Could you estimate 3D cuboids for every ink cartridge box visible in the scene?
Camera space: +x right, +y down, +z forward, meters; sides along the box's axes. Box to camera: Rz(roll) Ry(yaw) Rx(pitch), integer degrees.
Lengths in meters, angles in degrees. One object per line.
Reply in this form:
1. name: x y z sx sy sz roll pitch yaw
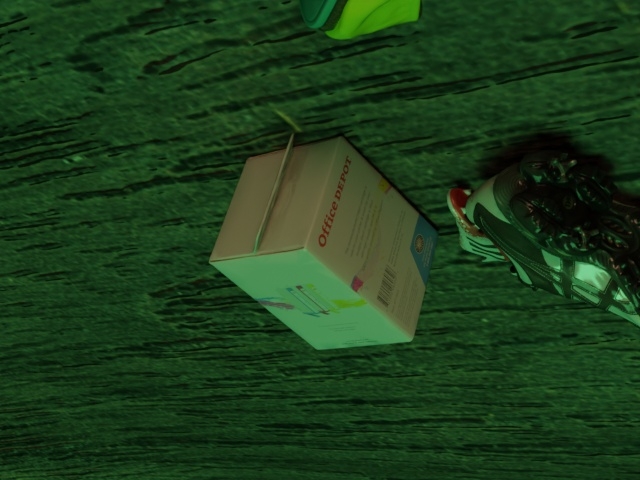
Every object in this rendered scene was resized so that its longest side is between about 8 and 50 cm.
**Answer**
1. ink cartridge box: 0.000 0.000 0.834 0.090 0.092 0.143 -10 141 40

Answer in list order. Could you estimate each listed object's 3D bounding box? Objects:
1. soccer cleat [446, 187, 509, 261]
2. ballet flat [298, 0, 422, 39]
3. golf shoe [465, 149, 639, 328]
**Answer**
1. soccer cleat: 0.106 -0.008 0.833 0.035 0.029 0.083 -15 144 37
2. ballet flat: 0.051 -0.167 0.550 0.077 0.077 0.231 0 158 -15
3. golf shoe: 0.182 0.010 0.793 0.198 0.077 0.094 37 157 -21
